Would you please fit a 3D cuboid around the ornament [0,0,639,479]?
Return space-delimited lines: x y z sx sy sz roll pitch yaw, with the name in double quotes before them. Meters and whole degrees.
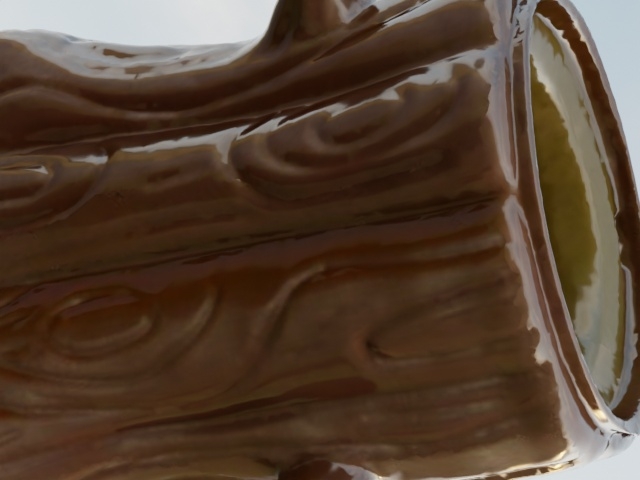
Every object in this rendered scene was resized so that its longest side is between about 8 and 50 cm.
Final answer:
"ornament" 0.000 0.000 0.478 0.218 0.235 0.221 -11 -75 26
